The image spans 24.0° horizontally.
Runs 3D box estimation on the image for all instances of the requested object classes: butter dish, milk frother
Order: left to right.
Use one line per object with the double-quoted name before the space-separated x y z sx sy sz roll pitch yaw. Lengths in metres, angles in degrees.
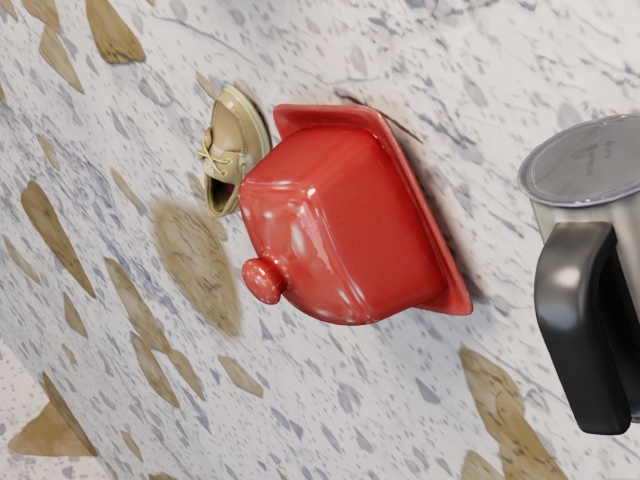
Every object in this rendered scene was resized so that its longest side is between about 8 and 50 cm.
"butter dish" 0.000 0.000 1.002 0.160 0.118 0.160 11 132 61
"milk frother" 0.179 0.021 0.722 0.143 0.129 0.135 -12 120 19

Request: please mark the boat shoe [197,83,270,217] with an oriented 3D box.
"boat shoe" -0.069 -0.063 1.152 0.050 0.045 0.135 43 155 28
